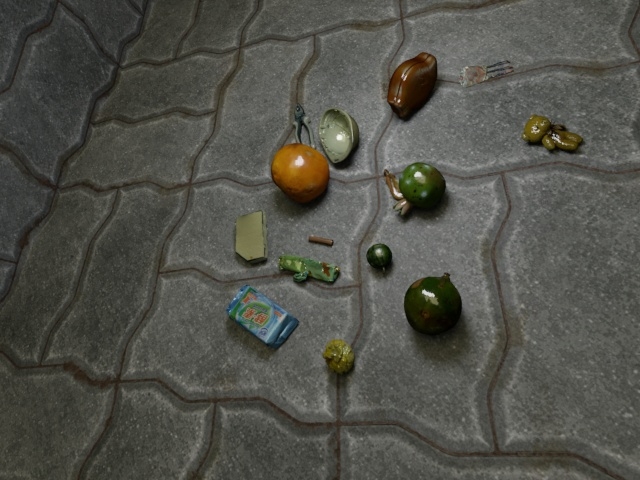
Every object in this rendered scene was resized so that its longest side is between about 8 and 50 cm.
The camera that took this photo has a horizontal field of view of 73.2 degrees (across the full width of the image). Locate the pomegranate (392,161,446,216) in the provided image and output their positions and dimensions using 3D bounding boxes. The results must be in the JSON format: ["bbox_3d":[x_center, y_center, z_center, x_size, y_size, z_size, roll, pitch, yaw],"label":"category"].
[{"bbox_3d":[0.375,-0.191,1.676,0.225,0.187,0.187,-53,54,20],"label":"pomegranate"}]

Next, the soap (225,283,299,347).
[{"bbox_3d":[-0.240,0.298,1.707,0.293,0.077,0.156,27,76,31],"label":"soap"}]

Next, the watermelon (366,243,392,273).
[{"bbox_3d":[0.225,0.063,1.634,0.109,0.109,0.108,-10,60,17],"label":"watermelon"}]

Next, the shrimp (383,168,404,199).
[{"bbox_3d":[0.336,-0.249,1.795,0.124,0.034,0.178,-23,59,6],"label":"shrimp"}]

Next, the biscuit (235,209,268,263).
[{"bbox_3d":[-0.305,-0.010,1.914,0.150,0.052,0.252,-18,57,16],"label":"biscuit"}]

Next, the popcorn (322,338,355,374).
[{"bbox_3d":[0.063,0.405,1.513,0.116,0.106,0.120,1,64,12],"label":"popcorn"}]

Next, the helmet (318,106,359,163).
[{"bbox_3d":[0.111,-0.473,1.948,0.204,0.137,0.257,-37,67,45],"label":"helmet"}]

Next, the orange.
[{"bbox_3d":[-0.088,-0.296,1.857,0.261,0.261,0.261,-10,60,17],"label":"orange"}]

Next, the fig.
[{"bbox_3d":[0.395,0.203,1.461,0.195,0.195,0.245,23,39,30],"label":"fig"}]

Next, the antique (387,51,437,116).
[{"bbox_3d":[0.398,-0.686,1.890,0.129,0.223,0.278,37,97,34],"label":"antique"}]

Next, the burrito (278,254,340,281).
[{"bbox_3d":[-0.057,0.123,1.745,0.288,0.054,0.104,13,71,26],"label":"burrito"}]

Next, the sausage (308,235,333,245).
[{"bbox_3d":[0.000,0.000,1.802,0.116,0.026,0.026,10,68,27],"label":"sausage"}]

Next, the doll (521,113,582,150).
[{"bbox_3d":[0.879,-0.409,1.629,0.210,0.097,0.137,27,70,26],"label":"doll"}]

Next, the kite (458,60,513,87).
[{"bbox_3d":[0.733,-0.752,1.916,0.230,0.016,0.127,-10,64,18],"label":"kite"}]

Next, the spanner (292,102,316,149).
[{"bbox_3d":[-0.090,-0.560,2.129,0.096,0.040,0.324,-18,59,11],"label":"spanner"}]
